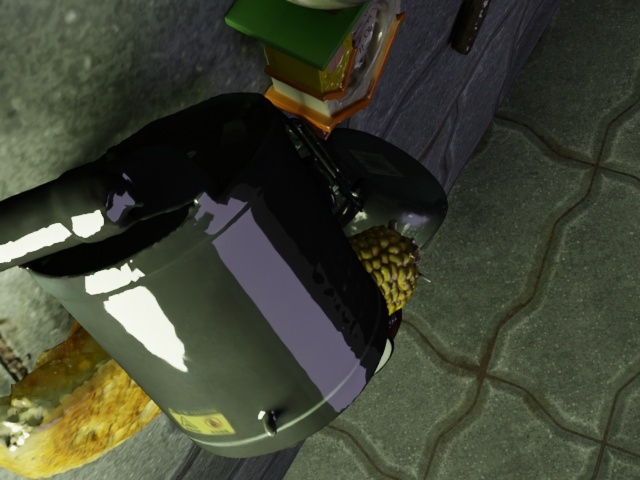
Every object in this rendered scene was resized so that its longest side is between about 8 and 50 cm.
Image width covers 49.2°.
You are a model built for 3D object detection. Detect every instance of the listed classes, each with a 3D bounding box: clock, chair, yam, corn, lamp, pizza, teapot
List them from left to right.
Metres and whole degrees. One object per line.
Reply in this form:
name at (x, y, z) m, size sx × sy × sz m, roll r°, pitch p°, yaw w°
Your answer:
pizza at (-0.224, 0.156, 0.697) m, size 0.268 × 0.087 × 0.258 m, roll -45°, pitch 164°, yaw -45°
lamp at (-0.075, 0.038, 0.537) m, size 0.272 × 0.205 × 0.374 m, roll 66°, pitch 22°, yaw -15°
chair at (-0.031, -0.058, 0.801) m, size 0.140 × 0.145 × 0.221 m, roll -40°, pitch 179°, yaw 15°
corn at (-0.012, 0.086, 0.767) m, size 0.305 × 0.106 × 0.106 m, roll -33°, pitch 155°, yaw -27°
teapot at (0.021, 0.011, 1.038) m, size 0.285 × 0.223 × 0.305 m, roll -60°, pitch 171°, yaw 29°
clock at (0.024, -0.230, 0.765) m, size 0.220 × 0.106 × 0.255 m, roll -58°, pitch 167°, yaw -12°
yam at (0.331, -0.510, 1.432) m, size 0.061 × 0.061 × 0.274 m, roll -46°, pitch 161°, yaw -47°

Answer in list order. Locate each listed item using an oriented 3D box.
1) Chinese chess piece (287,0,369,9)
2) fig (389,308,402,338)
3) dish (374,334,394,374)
Chinese chess piece at (0.011, -0.293, 0.530) m, size 0.238 × 0.092 × 0.238 m, roll -40°, pitch 144°, yaw -38°
fig at (0.015, 0.166, 1.482) m, size 0.321 × 0.217 × 0.217 m, roll -34°, pitch -172°, yaw 42°
dish at (-0.030, 0.194, 1.265) m, size 0.316 × 0.106 × 0.316 m, roll -13°, pitch 147°, yaw -8°
